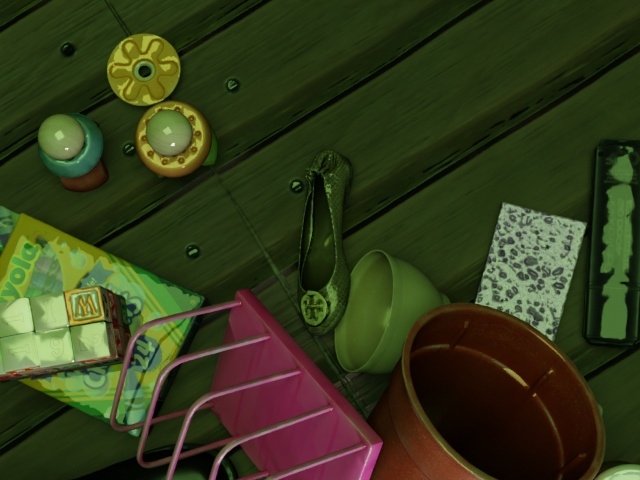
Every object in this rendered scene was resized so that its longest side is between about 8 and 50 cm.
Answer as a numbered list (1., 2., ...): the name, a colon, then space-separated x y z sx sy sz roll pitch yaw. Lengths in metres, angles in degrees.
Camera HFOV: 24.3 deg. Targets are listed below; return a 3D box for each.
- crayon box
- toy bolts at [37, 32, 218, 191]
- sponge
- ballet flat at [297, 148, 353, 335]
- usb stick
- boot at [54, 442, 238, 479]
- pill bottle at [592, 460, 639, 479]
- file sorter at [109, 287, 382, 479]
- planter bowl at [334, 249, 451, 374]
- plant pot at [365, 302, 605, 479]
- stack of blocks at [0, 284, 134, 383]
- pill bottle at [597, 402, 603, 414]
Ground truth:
1. crayon box: -0.336 0.102 1.975 0.323 0.083 0.203 24 85 6
2. toy bolts: -0.271 -0.169 1.966 0.228 0.158 0.218 -18 82 1
3. sponge: 0.269 0.061 1.975 0.117 0.031 0.210 16 84 5
4. ballet flat: 0.000 0.000 1.969 0.084 0.058 0.250 -1 79 36
5. usb stick: 0.392 0.004 1.970 0.077 0.045 0.278 3 83 10
6. boot: -0.280 0.346 1.852 0.348 0.260 0.131 -17 82 1
7. pill bottle: 0.372 0.333 1.847 0.117 0.208 0.117 0 83 3
8. file sorter: -0.102 0.240 1.801 0.182 0.202 0.291 -14 46 -36
9. planter bowl: 0.102 0.102 1.928 0.109 0.162 0.162 14 83 -22
10. plant pot: 0.160 0.263 1.810 0.272 0.272 0.265 39 131 7
11. stack of blocks: -0.395 0.129 1.847 0.297 0.171 0.087 -10 83 2
12. pill bottle: 0.277 0.217 1.928 0.160 0.087 0.087 27 85 5
